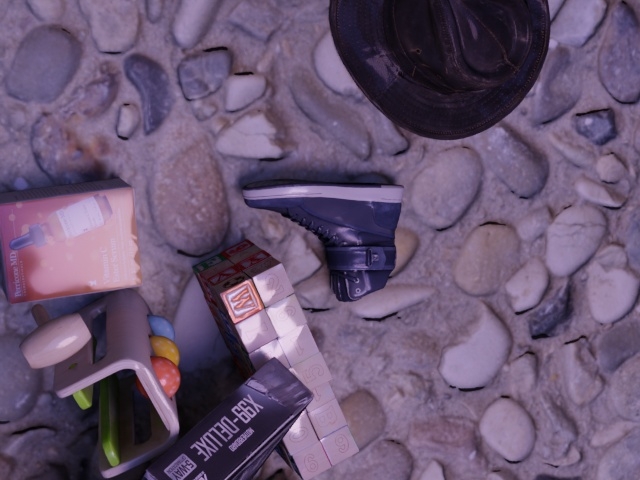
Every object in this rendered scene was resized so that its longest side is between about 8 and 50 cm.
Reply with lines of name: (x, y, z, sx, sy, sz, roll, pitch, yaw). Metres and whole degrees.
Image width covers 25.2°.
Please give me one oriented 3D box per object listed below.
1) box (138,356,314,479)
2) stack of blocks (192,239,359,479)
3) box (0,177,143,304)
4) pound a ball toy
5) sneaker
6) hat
box: (-0.156, 0.305, 1.761, 0.076, 0.307, 0.242, 43, 47, 9)
stack of blocks: (-0.054, 0.161, 1.872, 0.087, 0.171, 0.297, -27, 107, -12)
box: (-0.319, -0.001, 1.799, 0.170, 0.091, 0.130, -9, 103, -17)
pound a ball toy: (-0.249, 0.133, 1.718, 0.135, 0.319, 0.208, -26, 107, -1)
sneaker: (0.001, 0.000, 1.906, 0.226, 0.086, 0.163, 3, 96, -20)
hat: (0.181, -0.287, 1.888, 0.331, 0.134, 0.331, -3, 102, -17)
